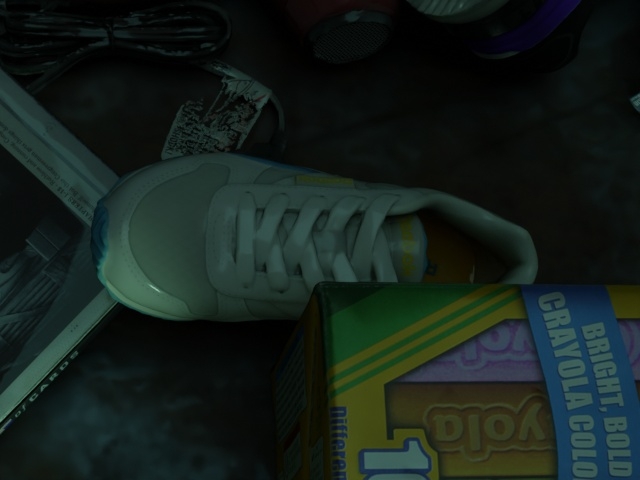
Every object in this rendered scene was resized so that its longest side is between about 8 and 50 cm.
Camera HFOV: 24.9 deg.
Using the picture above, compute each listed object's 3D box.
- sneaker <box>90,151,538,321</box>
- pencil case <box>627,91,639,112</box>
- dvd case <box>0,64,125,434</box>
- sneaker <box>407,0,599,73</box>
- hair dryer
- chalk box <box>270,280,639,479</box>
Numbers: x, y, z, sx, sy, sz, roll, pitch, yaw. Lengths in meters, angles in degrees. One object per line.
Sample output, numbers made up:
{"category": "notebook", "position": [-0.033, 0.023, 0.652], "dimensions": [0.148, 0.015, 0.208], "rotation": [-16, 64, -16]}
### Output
{"category": "sneaker", "position": [0.000, 0.000, 0.711], "dimensions": [0.228, 0.092, 0.087], "rotation": [4, 85, -30]}
{"category": "pencil case", "position": [0.249, -0.179, 0.851], "dimensions": [0.104, 0.104, 0.236], "rotation": [15, 72, -4]}
{"category": "dvd case", "position": [-0.214, 0.025, 0.723], "dimensions": [0.179, 0.029, 0.239], "rotation": [42, 79, 7]}
{"category": "sneaker", "position": [0.145, -0.228, 0.831], "dimensions": [0.146, 0.102, 0.293], "rotation": [32, 77, -45]}
{"category": "hair dryer", "position": [-0.062, -0.159, 0.802], "dimensions": [0.223, 0.080, 0.294], "rotation": [28, 69, 2]}
{"category": "chalk box", "position": [0.129, 0.125, 0.684], "dimensions": [0.288, 0.180, 0.179], "rotation": [1, 72, -10]}
